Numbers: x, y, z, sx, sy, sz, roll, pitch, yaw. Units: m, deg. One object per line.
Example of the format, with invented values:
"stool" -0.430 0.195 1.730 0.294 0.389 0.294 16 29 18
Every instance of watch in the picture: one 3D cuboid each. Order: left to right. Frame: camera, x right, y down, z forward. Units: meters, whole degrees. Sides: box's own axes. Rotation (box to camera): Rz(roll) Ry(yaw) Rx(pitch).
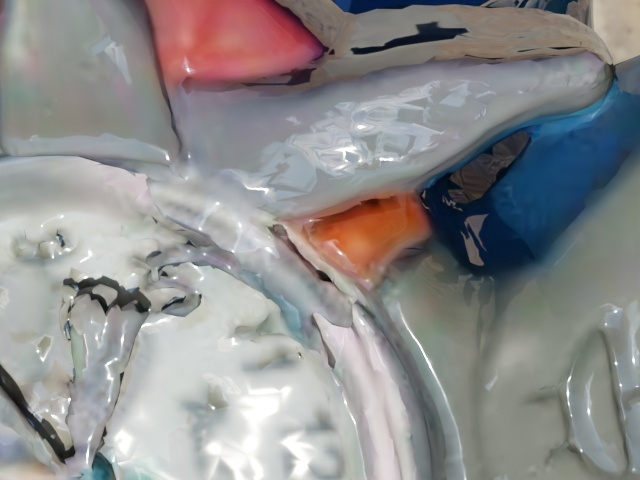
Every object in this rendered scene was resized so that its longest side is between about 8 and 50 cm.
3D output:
"watch" 0.000 0.000 0.471 0.274 0.305 0.241 -100 0 -76
